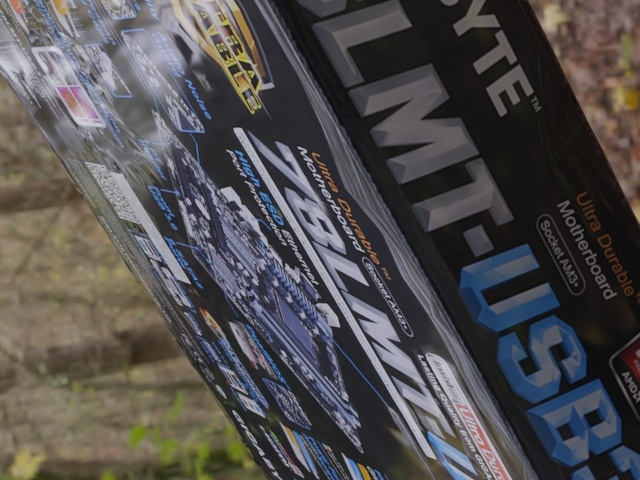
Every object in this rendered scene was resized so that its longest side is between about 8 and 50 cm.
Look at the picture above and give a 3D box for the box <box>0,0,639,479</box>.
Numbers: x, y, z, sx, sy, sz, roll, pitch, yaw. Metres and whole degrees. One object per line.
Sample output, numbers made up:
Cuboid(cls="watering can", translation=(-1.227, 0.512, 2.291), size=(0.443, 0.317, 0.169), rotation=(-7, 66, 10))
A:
Cuboid(cls="box", translation=(0.000, 0.000, 0.517), size=(0.295, 0.073, 0.293), rotation=(59, 161, -18))
